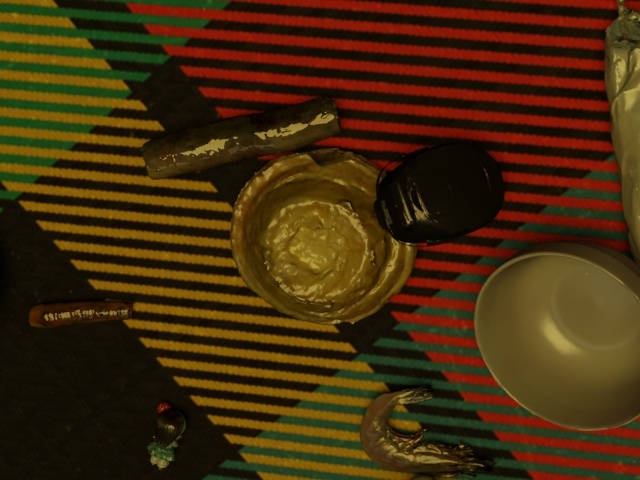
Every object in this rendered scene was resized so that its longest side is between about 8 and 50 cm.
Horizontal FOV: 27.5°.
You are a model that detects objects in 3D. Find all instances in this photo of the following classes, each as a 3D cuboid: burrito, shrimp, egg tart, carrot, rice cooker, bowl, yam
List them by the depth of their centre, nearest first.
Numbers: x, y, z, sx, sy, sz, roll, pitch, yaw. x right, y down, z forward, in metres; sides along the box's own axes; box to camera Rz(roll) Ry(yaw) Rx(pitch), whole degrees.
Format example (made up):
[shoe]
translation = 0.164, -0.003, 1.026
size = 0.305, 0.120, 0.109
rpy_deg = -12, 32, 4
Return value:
[burrito]
translation = 0.486, -0.144, 1.870
size = 0.139, 0.101, 0.446
rpy_deg = -10, 101, 15
[bowl]
translation = 0.381, 0.119, 1.896
size = 0.287, 0.144, 0.287
rpy_deg = 17, 122, 28
[rice cooker]
translation = 0.168, -0.065, 1.898
size = 0.203, 0.118, 0.142
rpy_deg = -13, 85, -27
[egg tart]
translation = 0.000, 0.000, 1.973
size = 0.290, 0.115, 0.290
rpy_deg = 2, 101, 8
[yam]
translation = -0.122, -0.153, 1.979
size = 0.317, 0.067, 0.071
rpy_deg = -13, 109, 11
[shrimp]
translation = 0.172, 0.301, 2.050
size = 0.219, 0.046, 0.152
rpy_deg = 11, 107, 7
[carrot]
translation = -0.382, 0.118, 2.097
size = 0.170, 0.042, 0.042
rpy_deg = -3, 102, 8

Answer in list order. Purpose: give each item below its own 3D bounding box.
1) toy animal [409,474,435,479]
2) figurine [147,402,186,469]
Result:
[toy animal]
translation = 0.154, 0.454, 2.012
size = 0.127, 0.193, 0.179
rpy_deg = 7, 102, 9
[figurine]
translation = -0.252, 0.319, 2.122
size = 0.060, 0.047, 0.106
rpy_deg = 37, 118, 36
